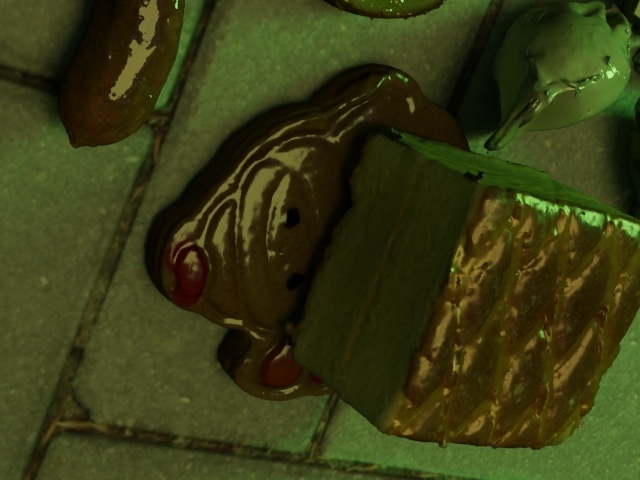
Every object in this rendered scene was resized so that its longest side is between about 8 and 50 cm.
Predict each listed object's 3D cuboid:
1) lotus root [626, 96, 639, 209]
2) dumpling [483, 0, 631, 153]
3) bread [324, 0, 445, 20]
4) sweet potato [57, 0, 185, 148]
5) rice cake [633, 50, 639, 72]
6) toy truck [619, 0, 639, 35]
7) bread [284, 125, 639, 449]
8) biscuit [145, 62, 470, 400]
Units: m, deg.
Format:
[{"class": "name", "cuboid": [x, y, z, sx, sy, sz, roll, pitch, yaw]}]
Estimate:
[{"class": "lotus root", "cuboid": [0.450, -0.076, 1.674, 0.158, 0.140, 0.322, -32, 122, 13]}, {"class": "dumpling", "cuboid": [0.244, -0.169, 1.502, 0.247, 0.142, 0.172, -39, 166, -41]}, {"class": "bread", "cuboid": [0.067, -0.327, 1.354, 0.236, 0.070, 0.236, -13, 115, -29]}, {"class": "sweet potato", "cuboid": [-0.165, -0.218, 1.242, 0.097, 0.097, 0.292, 8, 102, -35]}, {"class": "rice cake", "cuboid": [0.480, -0.199, 1.690, 0.245, 0.045, 0.042, 6, 108, -34]}, {"class": "toy truck", "cuboid": [0.428, -0.341, 1.552, 0.127, 0.127, 0.257, 24, 96, -23]}, {"class": "bread", "cuboid": [0.158, 0.056, 1.416, 0.279, 0.207, 0.279, 15, 100, -40]}, {"class": "biscuit", "cuboid": [0.000, 0.000, 1.462, 0.381, 0.074, 0.359, -14, 116, -31]}]
